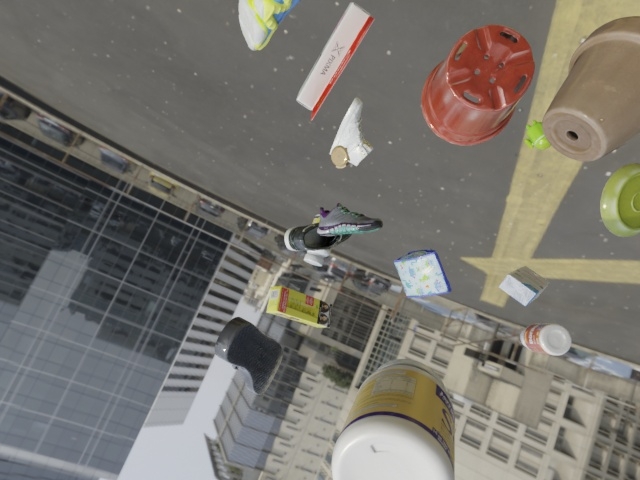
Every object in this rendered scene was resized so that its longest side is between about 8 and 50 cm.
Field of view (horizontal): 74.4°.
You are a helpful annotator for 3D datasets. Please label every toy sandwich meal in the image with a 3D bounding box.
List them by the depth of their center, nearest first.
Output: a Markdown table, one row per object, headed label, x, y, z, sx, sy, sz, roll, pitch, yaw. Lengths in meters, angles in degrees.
| label | x | y | z | sx | sy | sz | roll | pitch | yaw |
| --- | --- | --- | --- | --- | --- | --- | --- | --- | --- |
| toy sandwich meal | 0.076 | -0.310 | 1.557 | 0.085 | 0.086 | 0.029 | 17 | -155 | 30 |

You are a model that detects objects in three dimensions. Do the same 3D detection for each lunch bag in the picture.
| label | x | y | z | sx | sy | sz | roll | pitch | yaw |
| --- | --- | --- | --- | --- | --- | --- | --- | --- | --- |
| lunch bag | 0.310 | 0.096 | 1.252 | 0.151 | 0.096 | 0.129 | -15 | 100 | 62 |

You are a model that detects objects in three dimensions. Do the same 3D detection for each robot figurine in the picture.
| label | x | y | z | sx | sy | sz | roll | pitch | yaw |
| --- | --- | --- | --- | --- | --- | --- | --- | --- | --- |
| robot figurine | 0.780 | -0.372 | 1.495 | 0.067 | 0.115 | 0.101 | 12 | 139 | -45 |

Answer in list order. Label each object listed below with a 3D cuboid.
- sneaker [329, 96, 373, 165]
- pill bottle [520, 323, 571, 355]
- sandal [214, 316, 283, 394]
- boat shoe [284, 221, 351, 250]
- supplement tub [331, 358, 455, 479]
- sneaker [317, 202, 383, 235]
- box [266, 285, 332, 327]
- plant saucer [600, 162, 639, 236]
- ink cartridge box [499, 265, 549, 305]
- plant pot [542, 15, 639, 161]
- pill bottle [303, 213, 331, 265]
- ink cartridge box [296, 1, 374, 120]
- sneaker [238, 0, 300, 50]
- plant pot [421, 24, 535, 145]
| label | x | y | z | sx | sy | sz | roll | pitch | yaw |
| --- | --- | --- | --- | --- | --- | --- | --- | --- | --- |
| sneaker | 0.162 | -0.453 | 1.794 | 0.169 | 0.108 | 0.293 | 27 | 138 | 3 |
| pill bottle | 0.901 | 0.398 | 1.708 | 0.121 | 0.121 | 0.216 | 23 | 170 | 6 |
| sandal | -0.128 | 0.202 | 0.763 | 0.054 | 0.097 | 0.255 | 21 | 150 | 24 |
| boat shoe | 0.020 | -0.016 | 1.438 | 0.302 | 0.115 | 0.091 | -18 | -167 | -42 |
| supplement tub | 0.178 | 0.431 | 0.946 | 0.240 | 0.241 | 0.331 | 21 | -164 | 13 |
| sneaker | 0.080 | -0.069 | 1.254 | 0.223 | 0.098 | 0.083 | -5 | 174 | 35 |
| box | -0.063 | 0.218 | 1.366 | 0.232 | 0.088 | 0.058 | 27 | 153 | -37 |
| plant saucer | 1.016 | -0.127 | 1.358 | 0.240 | 0.241 | 0.037 | 27 | -177 | -16 |
| ink cartridge box | 0.695 | 0.151 | 1.430 | 0.180 | 0.060 | 0.104 | -9 | -138 | -47 |
| plant pot | 0.625 | -0.301 | 0.927 | 0.263 | 0.229 | 0.263 | 46 | 175 | 5 |
| pill bottle | 0.000 | 0.000 | 1.614 | 0.103 | 0.184 | 0.103 | 18 | 167 | 4 |
| ink cartridge box | 0.029 | -0.462 | 1.078 | 0.060 | 0.275 | 0.239 | 30 | -154 | -14 |
| sneaker | -0.067 | -0.419 | 0.737 | 0.091 | 0.126 | 0.240 | 69 | 161 | -3 |
| plant pot | 0.416 | -0.410 | 1.110 | 0.272 | 0.273 | 0.265 | 22 | -174 | 6 |
